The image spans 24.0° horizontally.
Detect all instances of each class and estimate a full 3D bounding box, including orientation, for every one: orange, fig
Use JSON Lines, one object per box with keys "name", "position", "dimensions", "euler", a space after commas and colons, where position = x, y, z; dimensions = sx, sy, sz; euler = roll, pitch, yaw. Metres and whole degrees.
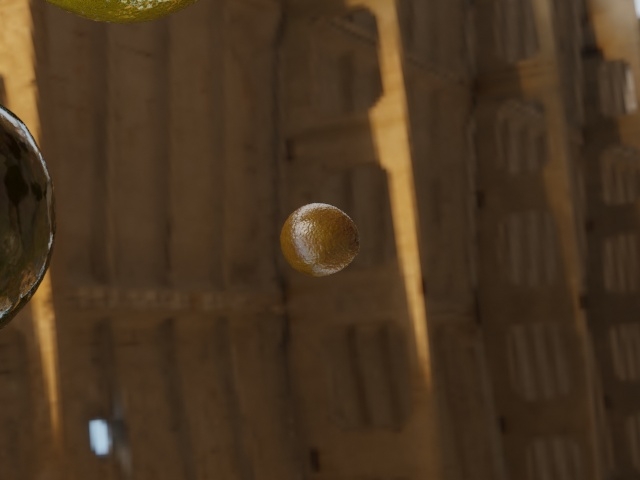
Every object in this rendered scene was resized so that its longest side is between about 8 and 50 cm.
{"name": "orange", "position": [0.000, 0.000, 1.580], "dimensions": [0.085, 0.085, 0.085], "euler": [-7, -90, -66]}
{"name": "fig", "position": [-0.191, -0.004, 0.659], "dimensions": [0.124, 0.236, 0.124], "euler": [3, -98, -22]}

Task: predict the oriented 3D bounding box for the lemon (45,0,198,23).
{"name": "lemon", "position": [-0.197, -0.341, 1.512], "dimensions": [0.284, 0.260, 0.260], "euler": [11, -107, -63]}
